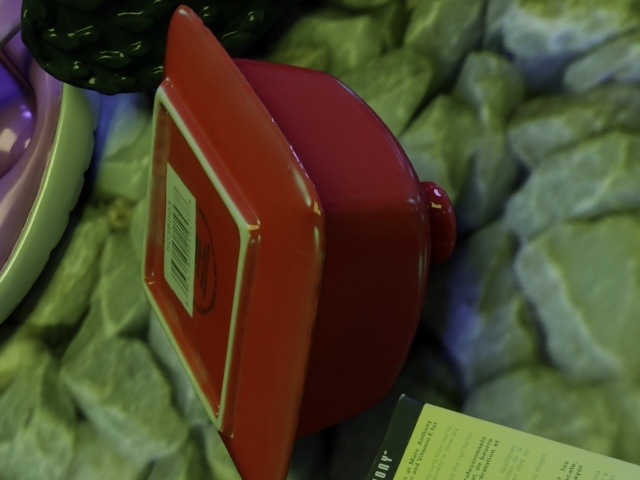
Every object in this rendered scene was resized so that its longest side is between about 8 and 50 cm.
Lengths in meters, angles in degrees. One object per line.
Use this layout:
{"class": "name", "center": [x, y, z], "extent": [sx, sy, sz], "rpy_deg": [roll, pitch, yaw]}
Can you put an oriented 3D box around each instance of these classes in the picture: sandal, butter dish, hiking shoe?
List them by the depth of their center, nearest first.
{"class": "butter dish", "center": [0.000, 0.000, 0.661], "extent": [0.160, 0.118, 0.160], "rpy_deg": [-125, 34, -45]}
{"class": "hiking shoe", "center": [-0.032, -0.195, 0.832], "extent": [0.304, 0.113, 0.132], "rpy_deg": [-41, 20, 16]}
{"class": "sandal", "center": [-0.198, -0.137, 0.924], "extent": [0.169, 0.102, 0.416], "rpy_deg": [-11, 60, 40]}

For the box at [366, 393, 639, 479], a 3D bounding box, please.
{"class": "box", "center": [0.108, 0.120, 0.523], "extent": [0.232, 0.058, 0.087], "rpy_deg": [10, 71, 45]}
